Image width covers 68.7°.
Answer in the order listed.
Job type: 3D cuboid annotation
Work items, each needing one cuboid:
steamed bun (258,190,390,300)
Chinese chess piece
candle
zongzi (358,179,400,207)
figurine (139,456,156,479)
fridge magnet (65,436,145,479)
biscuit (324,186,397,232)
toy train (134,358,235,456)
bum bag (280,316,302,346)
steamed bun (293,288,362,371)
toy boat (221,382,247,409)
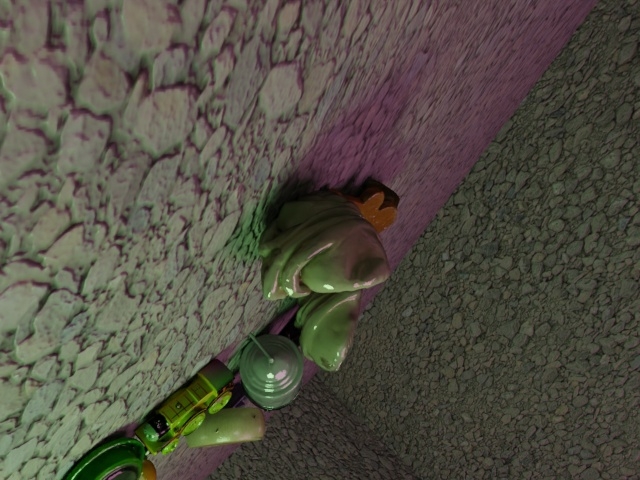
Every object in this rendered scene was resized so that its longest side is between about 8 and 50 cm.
[{"bbox_3d":[0.000,0.000,0.967,0.267,0.207,0.280,-9,-178,-2],"label":"steamed bun"},{"bbox_3d":[-0.320,0.633,1.579,0.273,0.102,0.273,-6,155,-3],"label":"Chinese chess piece"},{"bbox_3d":[-0.163,0.442,1.573,0.221,0.221,0.342,-42,164,-23],"label":"candle"},{"bbox_3d":[0.143,-0.078,1.410,0.204,0.094,0.205,-48,166,13],"label":"zongzi"},{"bbox_3d":[-0.563,0.718,1.324,0.222,0.124,0.325,-32,153,-48],"label":"figurine"},{"bbox_3d":[-0.513,0.567,1.119,0.208,0.088,0.208,-36,142,-35],"label":"fridge magnet"},{"bbox_3d":[0.081,-0.061,1.227,0.324,0.049,0.205,-4,138,-39],"label":"biscuit"},{"bbox_3d":[-0.367,0.463,1.294,0.296,0.100,0.161,-35,152,-40],"label":"toy train"},{"bbox_3d":[-0.091,0.360,1.825,0.340,0.095,0.144,-46,173,13],"label":"bum bag"},{"bbox_3d":[0.014,0.261,1.578,0.310,0.219,0.324,86,21,-73],"label":"steamed bun"},{"bbox_3d":[-0.382,0.677,1.809,0.283,0.078,0.127,-49,166,1],"label":"toy boat"}]
